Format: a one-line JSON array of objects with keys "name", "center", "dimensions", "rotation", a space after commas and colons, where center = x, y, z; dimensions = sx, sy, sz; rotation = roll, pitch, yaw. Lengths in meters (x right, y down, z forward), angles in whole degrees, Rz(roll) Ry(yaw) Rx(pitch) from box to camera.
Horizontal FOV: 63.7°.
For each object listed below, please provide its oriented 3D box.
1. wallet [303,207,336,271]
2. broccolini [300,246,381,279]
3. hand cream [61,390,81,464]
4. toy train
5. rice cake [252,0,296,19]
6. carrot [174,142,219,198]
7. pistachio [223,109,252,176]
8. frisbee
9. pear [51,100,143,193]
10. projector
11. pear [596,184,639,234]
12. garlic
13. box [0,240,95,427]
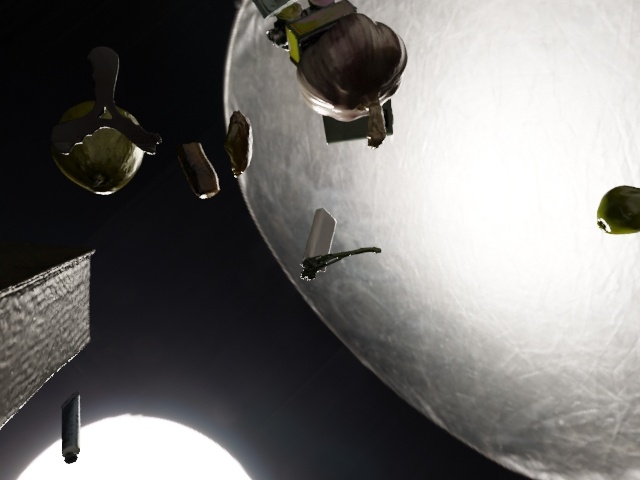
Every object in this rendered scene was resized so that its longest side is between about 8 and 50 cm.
[{"name": "wallet", "center": [0.000, 0.000, 1.518], "dimensions": [0.033, 0.190, 0.095], "rotation": [-5, 148, 38]}, {"name": "broccolini", "center": [0.047, 0.040, 1.127], "dimensions": [0.052, 0.194, 0.054], "rotation": [102, 153, -67]}, {"name": "hand cream", "center": [-0.804, 0.599, 1.657], "dimensions": [0.055, 0.088, 0.256], "rotation": [39, -172, -40]}, {"name": "toy train", "center": [-0.018, -0.618, 1.494], "dimensions": [0.177, 0.260, 0.134], "rotation": [53, 165, 31]}, {"name": "rice cake", "center": [-0.054, -0.545, 1.073], "dimensions": [0.085, 0.226, 0.040], "rotation": [57, 161, -14]}, {"name": "carrot", "center": [-0.342, -0.202, 1.437], "dimensions": [0.082, 0.082, 0.173], "rotation": [118, 128, -81]}, {"name": "pistachio", "center": [-0.205, -0.245, 1.324], "dimensions": [0.049, 0.089, 0.173], "rotation": [15, 116, 34]}, {"name": "frisbee", "center": [-0.377, -0.216, 0.936], "dimensions": [0.187, 0.211, 0.012], "rotation": [36, -170, -9]}, {"name": "pear", "center": [-0.706, -0.285, 1.653], "dimensions": [0.287, 0.287, 0.375], "rotation": [55, -171, -44]}, {"name": "projector", "center": [0.096, -0.405, 1.440], "dimensions": [0.108, 0.198, 0.251], "rotation": [-91, -8, -50]}, {"name": "pear", "center": [0.535, -0.049, 0.907], "dimensions": [0.092, 0.097, 0.092], "rotation": [27, -151, -16]}, {"name": "garlic", "center": [0.082, -0.314, 1.091], "dimensions": [0.245, 0.244, 0.253], "rotation": [89, 163, -77]}, {"name": "box", "center": [-0.390, 0.090, 0.577], "dimensions": [0.184, 0.143, 0.273], "rotation": [4, -170, -3]}]
